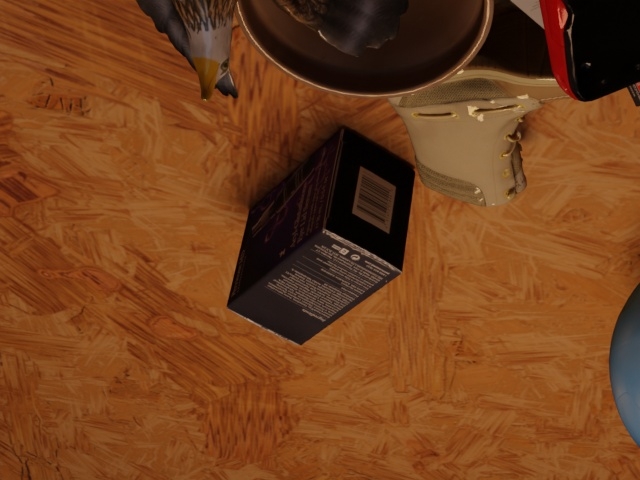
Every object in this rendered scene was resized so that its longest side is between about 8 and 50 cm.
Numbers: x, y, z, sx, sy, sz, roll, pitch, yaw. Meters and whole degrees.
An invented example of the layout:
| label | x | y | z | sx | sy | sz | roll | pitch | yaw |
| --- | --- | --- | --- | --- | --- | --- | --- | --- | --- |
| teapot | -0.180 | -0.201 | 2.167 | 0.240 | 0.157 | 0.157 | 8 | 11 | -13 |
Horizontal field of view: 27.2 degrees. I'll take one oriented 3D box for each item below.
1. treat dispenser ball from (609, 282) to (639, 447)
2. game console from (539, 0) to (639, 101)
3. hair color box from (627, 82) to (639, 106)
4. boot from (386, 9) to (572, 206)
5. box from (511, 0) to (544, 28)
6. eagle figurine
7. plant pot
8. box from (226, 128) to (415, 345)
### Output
| label | x | y | z | sx | sy | sz | roll | pitch | yaw |
| --- | --- | --- | --- | --- | --- | --- | --- | --- | --- |
| treat dispenser ball | 0.465 | 0.139 | 1.458 | 0.288 | 0.288 | 0.288 | 6 | 142 | 5 |
| game console | 0.335 | -0.293 | 0.982 | 0.386 | 0.060 | 0.342 | -22 | 140 | 1 |
| hair color box | 0.360 | -0.184 | 1.275 | 0.141 | 0.043 | 0.072 | -15 | 134 | 27 |
| boot | 0.196 | -0.126 | 1.336 | 0.262 | 0.095 | 0.203 | -1 | 140 | 24 |
| box | 0.214 | -0.258 | 1.159 | 0.102 | 0.101 | 0.087 | -24 | 142 | 35 |
| eagle figurine | -0.078 | -0.218 | 1.047 | 0.226 | 0.298 | 0.225 | 35 | 104 | 13 |
| plant pot | 0.042 | -0.250 | 1.210 | 0.237 | 0.110 | 0.237 | 5 | 141 | 4 |
| box | 0.000 | 0.000 | 1.496 | 0.108 | 0.153 | 0.207 | 29 | 137 | -22 |
